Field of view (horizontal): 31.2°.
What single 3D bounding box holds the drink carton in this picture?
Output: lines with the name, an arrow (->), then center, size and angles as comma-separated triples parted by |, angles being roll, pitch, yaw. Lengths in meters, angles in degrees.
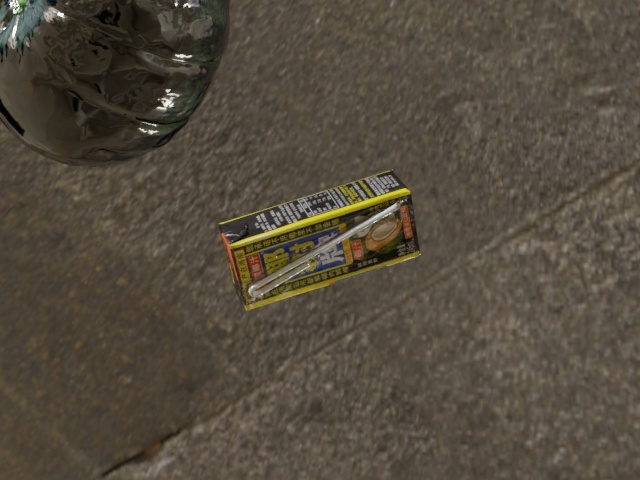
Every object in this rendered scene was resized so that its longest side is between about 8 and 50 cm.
drink carton -> 0.000, 0.000, 1.003 | 0.165, 0.056, 0.071 | -18, 119, -10

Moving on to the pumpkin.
pumpkin -> -0.139, -0.146, 0.731 | 0.202, 0.140, 0.202 | -4, 84, 44
